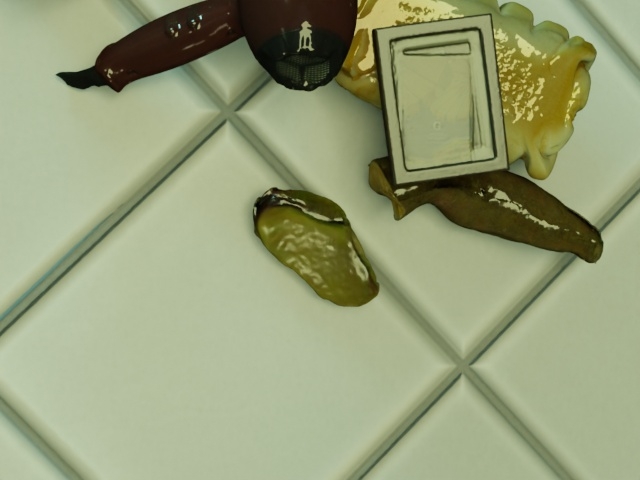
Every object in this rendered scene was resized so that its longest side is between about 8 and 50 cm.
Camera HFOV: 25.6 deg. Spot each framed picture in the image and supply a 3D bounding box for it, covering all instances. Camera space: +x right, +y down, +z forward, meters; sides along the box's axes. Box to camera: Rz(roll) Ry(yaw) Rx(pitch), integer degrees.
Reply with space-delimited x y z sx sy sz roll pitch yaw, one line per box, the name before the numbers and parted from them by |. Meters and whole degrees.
framed picture | 0.129 -0.150 1.498 0.127 0.023 0.169 -8 97 -4

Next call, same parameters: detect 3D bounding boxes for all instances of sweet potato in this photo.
sweet potato | 0.185 -0.037 1.588 0.285 0.085 0.112 23 45 -14

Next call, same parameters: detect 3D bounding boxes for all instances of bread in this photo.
bread | 0.149 -0.202 1.568 0.311 0.121 0.173 25 93 -10

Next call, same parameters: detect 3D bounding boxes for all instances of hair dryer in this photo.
hair dryer | -0.132 -0.263 1.509 0.340 0.123 0.313 -19 56 13

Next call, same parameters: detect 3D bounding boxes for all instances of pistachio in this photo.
pistachio | 0.000 0.000 1.571 0.173 0.049 0.089 42 103 -11
